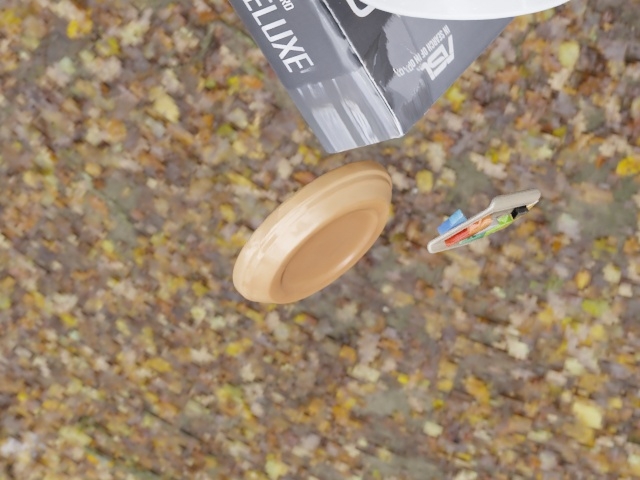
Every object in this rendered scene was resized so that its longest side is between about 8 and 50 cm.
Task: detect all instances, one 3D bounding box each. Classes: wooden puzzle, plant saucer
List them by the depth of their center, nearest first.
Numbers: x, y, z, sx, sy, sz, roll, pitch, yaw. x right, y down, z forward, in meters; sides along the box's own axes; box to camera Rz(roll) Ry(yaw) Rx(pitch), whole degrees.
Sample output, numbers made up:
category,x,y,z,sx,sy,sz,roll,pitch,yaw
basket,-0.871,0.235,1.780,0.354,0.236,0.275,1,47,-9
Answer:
category,x,y,z,sx,sy,sz,roll,pitch,yaw
wooden puzzle,0.123,-0.013,0.827,0.078,0.116,0.014,-41,71,45
plant saucer,0.000,0.000,1.160,0.037,0.200,0.200,50,142,21

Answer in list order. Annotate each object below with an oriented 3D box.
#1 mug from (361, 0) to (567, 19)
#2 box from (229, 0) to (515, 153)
category,x,y,z,sx,sy,sz,roll,pitch,yaw
mug,0.054,-0.204,0.523,0.150,0.169,0.113,5,175,-24
box,0.049,-0.240,0.702,0.076,0.307,0.242,-9,121,50
